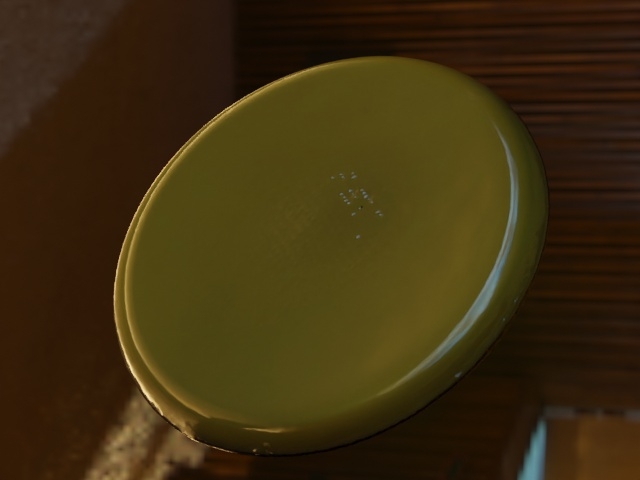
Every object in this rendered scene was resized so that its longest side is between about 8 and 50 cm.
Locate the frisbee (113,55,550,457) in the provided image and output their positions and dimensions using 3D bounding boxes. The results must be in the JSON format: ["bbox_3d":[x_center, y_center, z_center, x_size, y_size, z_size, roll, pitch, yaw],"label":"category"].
[{"bbox_3d":[0.000,0.000,0.906,0.017,0.236,0.236,55,-139,-47],"label":"frisbee"}]
